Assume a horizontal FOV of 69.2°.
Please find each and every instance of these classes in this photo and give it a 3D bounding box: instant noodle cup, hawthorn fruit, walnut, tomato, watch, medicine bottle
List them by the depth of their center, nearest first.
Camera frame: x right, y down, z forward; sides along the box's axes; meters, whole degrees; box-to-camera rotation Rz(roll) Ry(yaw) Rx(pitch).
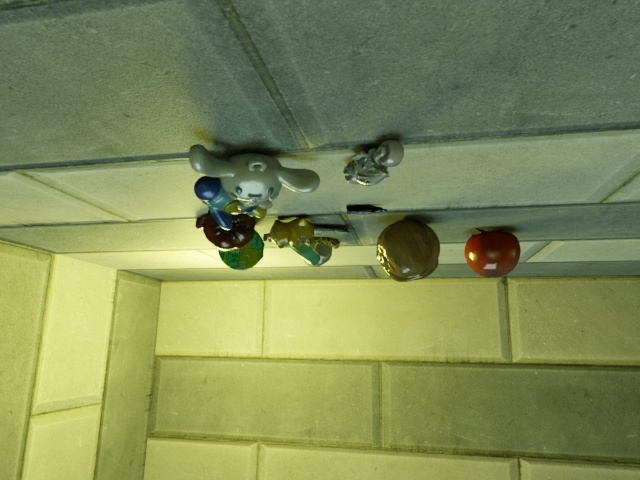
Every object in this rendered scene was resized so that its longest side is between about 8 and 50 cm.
[{"bbox_3d":[-0.361,-0.062,1.823,0.208,0.208,0.248,5,178,-17],"label":"hawthorn fruit"},{"bbox_3d":[0.387,0.047,2.048,0.285,0.285,0.296,-8,160,35],"label":"walnut"},{"bbox_3d":[-0.362,0.024,2.155,0.207,0.207,0.233,3,-176,-7],"label":"instant noodle cup"},{"bbox_3d":[0.823,0.059,2.226,0.256,0.224,0.256,0,158,0],"label":"tomato"},{"bbox_3d":[-0.100,0.042,2.312,0.195,0.068,0.237,41,176,-26],"label":"watch"},{"bbox_3d":[-0.010,0.064,2.481,0.135,0.135,0.215,4,167,-15],"label":"medicine bottle"}]

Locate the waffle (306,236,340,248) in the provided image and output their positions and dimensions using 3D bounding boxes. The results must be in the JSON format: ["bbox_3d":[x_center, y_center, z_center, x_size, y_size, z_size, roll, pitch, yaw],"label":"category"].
[{"bbox_3d":[0.001,-0.003,2.306,0.194,0.051,0.149,8,-171,-13],"label":"waffle"}]

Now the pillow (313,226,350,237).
[{"bbox_3d":[0.024,-0.038,2.215,0.230,0.050,0.148,2,169,-3],"label":"pillow"}]

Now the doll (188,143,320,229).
[{"bbox_3d":[-0.243,-0.152,1.417,0.376,0.187,0.365,26,151,-19],"label":"doll"}]

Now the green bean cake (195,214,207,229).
[{"bbox_3d":[-0.483,-0.072,2.088,0.136,0.056,0.135,9,164,-33],"label":"green bean cake"}]

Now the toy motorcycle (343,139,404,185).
[{"bbox_3d":[0.146,-0.207,1.323,0.112,0.112,0.254,7,167,-26],"label":"toy motorcycle"}]

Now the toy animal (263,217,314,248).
[{"bbox_3d":[-0.142,-0.035,2.074,0.230,0.156,0.156,-14,164,14],"label":"toy animal"}]

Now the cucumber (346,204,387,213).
[{"bbox_3d":[0.185,-0.126,1.853,0.163,0.043,0.039,-3,125,5],"label":"cucumber"}]
